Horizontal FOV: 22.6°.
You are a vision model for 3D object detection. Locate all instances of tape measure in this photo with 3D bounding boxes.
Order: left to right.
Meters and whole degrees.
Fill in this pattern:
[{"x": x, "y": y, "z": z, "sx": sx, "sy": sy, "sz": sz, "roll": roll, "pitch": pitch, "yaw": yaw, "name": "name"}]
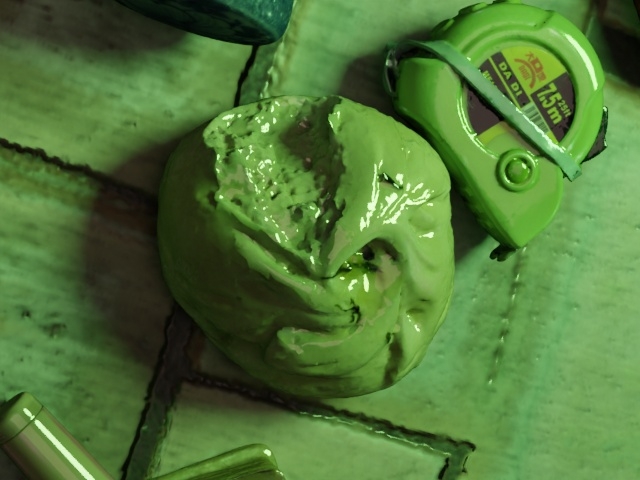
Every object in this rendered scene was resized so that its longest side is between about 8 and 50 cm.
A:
[{"x": 0.136, "y": -0.101, "z": 1.191, "sx": 0.154, "sy": 0.087, "sz": 0.177, "roll": -39, "pitch": 101, "yaw": -2, "name": "tape measure"}]

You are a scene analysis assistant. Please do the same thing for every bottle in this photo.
[{"x": -0.187, "y": 0.151, "z": 1.108, "sx": 0.045, "sy": 0.045, "sz": 0.096, "roll": -43, "pitch": 103, "yaw": -13, "name": "bottle"}]

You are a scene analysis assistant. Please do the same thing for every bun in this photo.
[{"x": 0.000, "y": 0.000, "z": 1.132, "sx": 0.237, "sy": 0.116, "sz": 0.210, "roll": 37, "pitch": 80, "yaw": -18, "name": "bun"}]

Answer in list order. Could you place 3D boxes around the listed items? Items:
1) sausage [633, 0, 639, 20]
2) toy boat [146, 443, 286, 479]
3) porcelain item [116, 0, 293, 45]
[{"x": 0.280, "y": -0.190, "z": 1.247, "sx": 0.076, "sy": 0.076, "sz": 0.141, "roll": -23, "pitch": 100, "yaw": -17, "name": "sausage"}, {"x": -0.099, "y": 0.226, "z": 1.131, "sx": 0.188, "sy": 0.061, "sz": 0.116, "roll": -20, "pitch": 98, "yaw": -17, "name": "toy boat"}, {"x": -0.081, "y": -0.202, "z": 1.084, "sx": 0.147, "sy": 0.147, "sz": 0.114, "roll": 19, "pitch": 87, "yaw": -18, "name": "porcelain item"}]
